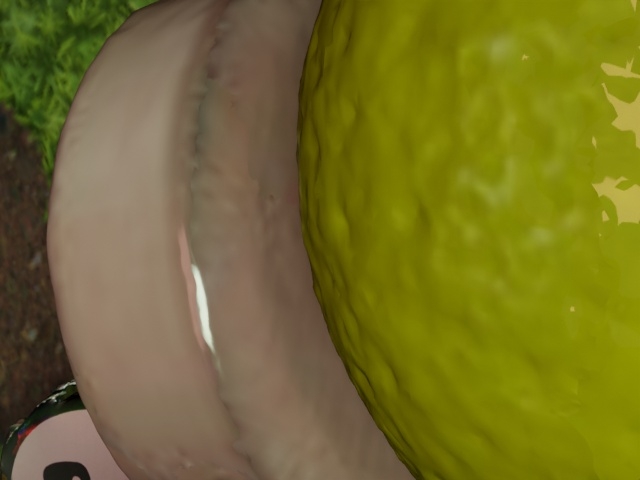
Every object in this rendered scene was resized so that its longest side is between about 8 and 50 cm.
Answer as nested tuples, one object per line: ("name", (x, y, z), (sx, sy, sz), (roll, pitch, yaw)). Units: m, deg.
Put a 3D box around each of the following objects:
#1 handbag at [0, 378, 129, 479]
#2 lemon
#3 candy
("handbag", (-0.066, 0.148, 0.720), (0.179, 0.116, 0.205), (-3, 98, 36))
("lemon", (0.146, -0.041, 0.419), (0.336, 0.336, 0.336), (7, 102, 34))
("candy", (0.000, 0.000, 0.575), (0.094, 0.255, 0.255), (-10, 93, 36))
